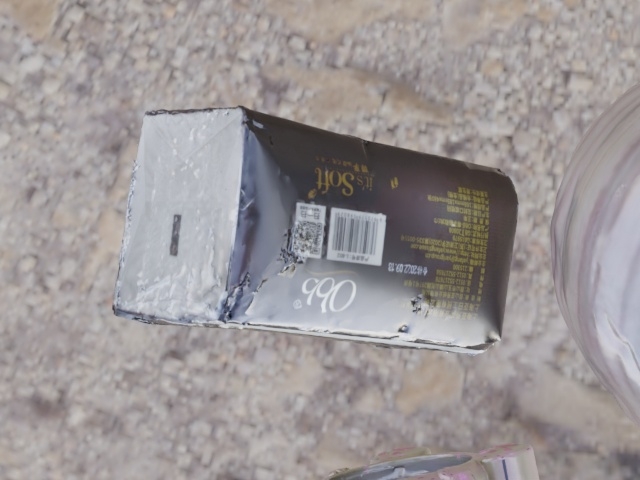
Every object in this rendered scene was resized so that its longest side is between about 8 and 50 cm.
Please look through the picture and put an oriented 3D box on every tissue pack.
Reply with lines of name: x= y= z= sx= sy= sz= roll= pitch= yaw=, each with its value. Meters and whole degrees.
tissue pack: x=0.000 y=0.000 z=1.458 sx=0.370 sy=0.210 sz=0.198 roll=11 pitch=179 yaw=-42

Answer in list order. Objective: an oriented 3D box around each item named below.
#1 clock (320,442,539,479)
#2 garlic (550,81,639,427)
clock: x=0.106 y=0.347 z=1.982 sx=0.284 sy=0.309 sz=0.114 roll=-9 pitch=90 yaw=50
garlic: x=0.272 y=0.024 z=0.805 sx=0.317 sy=0.317 sz=0.259 roll=26 pitch=111 yaw=-10
